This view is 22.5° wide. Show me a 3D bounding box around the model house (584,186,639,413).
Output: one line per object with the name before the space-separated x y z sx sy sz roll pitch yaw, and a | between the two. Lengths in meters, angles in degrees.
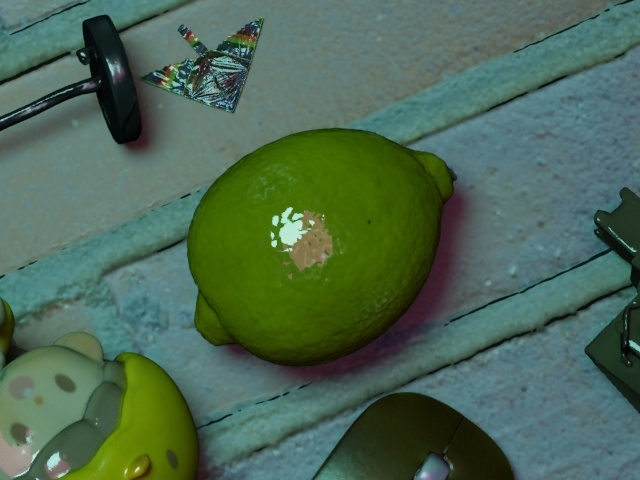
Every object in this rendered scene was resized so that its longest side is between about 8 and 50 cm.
model house | 0.322 0.046 1.307 0.211 0.204 0.243 -44 70 -4

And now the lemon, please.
lemon | 0.000 0.000 1.304 0.248 0.184 0.184 -35 86 -3

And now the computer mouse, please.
computer mouse | 0.034 0.274 1.332 0.158 0.072 0.310 36 84 1

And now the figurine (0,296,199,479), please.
figurine | -0.250 0.124 1.278 0.344 0.187 0.215 46 64 1

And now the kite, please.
kite | -0.095 -0.152 1.403 0.122 0.004 0.090 -32 85 -4

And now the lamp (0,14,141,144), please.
lamp | -0.312 -0.060 1.359 0.371 0.108 0.130 -31 48 3
